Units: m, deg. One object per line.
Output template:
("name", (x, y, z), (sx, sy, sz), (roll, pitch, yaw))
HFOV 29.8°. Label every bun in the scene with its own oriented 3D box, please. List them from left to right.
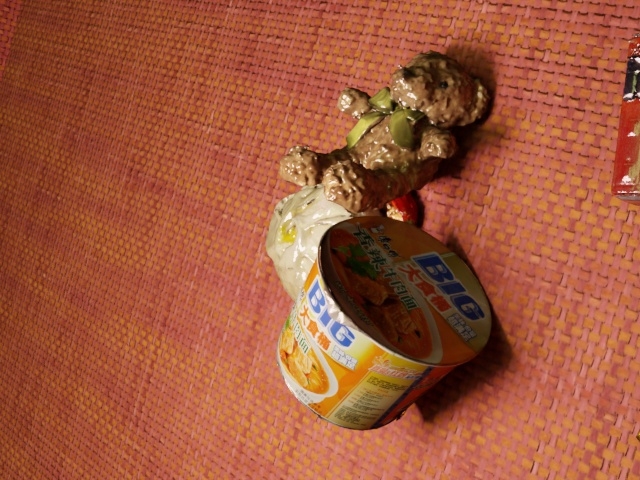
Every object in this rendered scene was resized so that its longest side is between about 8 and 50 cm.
("bun", (0.000, 0.000, 2.030), (0.239, 0.141, 0.239), (-22, 61, 46))

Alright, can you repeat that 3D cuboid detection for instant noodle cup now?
("instant noodle cup", (0.081, 0.135, 1.811), (0.214, 0.296, 0.296), (-57, 42, 38))

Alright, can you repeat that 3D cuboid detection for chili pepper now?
("chili pepper", (0.122, -0.081, 1.985), (0.050, 0.059, 0.268), (-18, 54, -3))

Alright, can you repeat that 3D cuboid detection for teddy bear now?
("teddy bear", (0.106, -0.174, 1.852), (0.246, 0.296, 0.222), (29, 117, 44))

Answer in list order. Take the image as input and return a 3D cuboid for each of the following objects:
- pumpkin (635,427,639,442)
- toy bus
("pumpkin", (0.535, 0.166, 1.390), (0.312, 0.148, 0.169), (-27, 21, 34))
("toy bus", (0.439, -0.163, 1.587), (0.073, 0.096, 0.235), (3, 84, 48))
